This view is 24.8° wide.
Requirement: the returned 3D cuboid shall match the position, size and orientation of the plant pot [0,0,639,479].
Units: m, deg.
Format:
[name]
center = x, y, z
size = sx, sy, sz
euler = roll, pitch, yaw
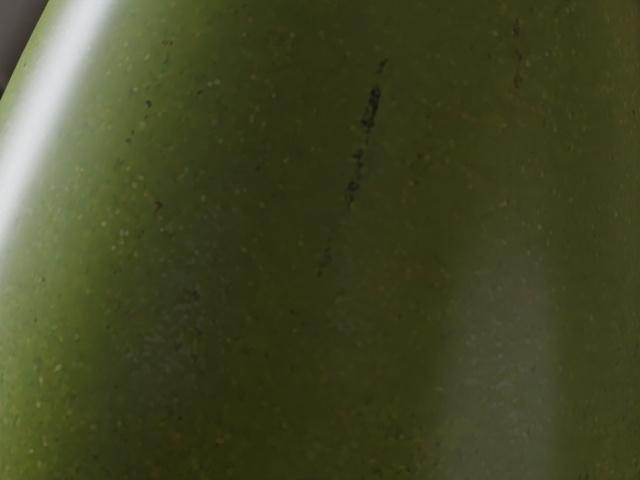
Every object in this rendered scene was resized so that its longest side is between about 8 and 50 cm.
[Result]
[plant pot]
center = 0.000, 0.000, 0.473
size = 0.274, 0.274, 0.294
euler = 16, 97, 32
